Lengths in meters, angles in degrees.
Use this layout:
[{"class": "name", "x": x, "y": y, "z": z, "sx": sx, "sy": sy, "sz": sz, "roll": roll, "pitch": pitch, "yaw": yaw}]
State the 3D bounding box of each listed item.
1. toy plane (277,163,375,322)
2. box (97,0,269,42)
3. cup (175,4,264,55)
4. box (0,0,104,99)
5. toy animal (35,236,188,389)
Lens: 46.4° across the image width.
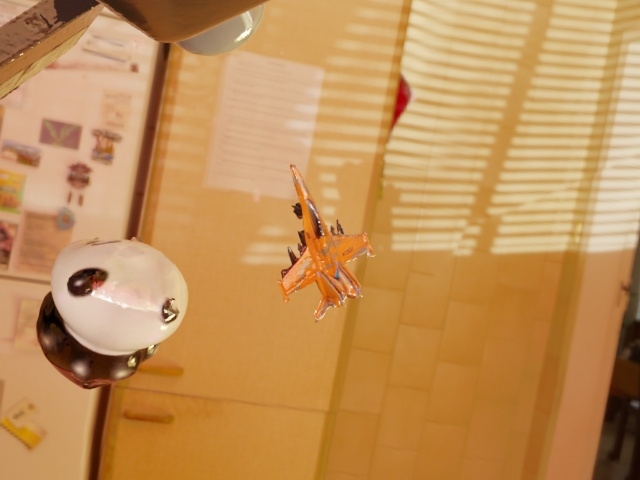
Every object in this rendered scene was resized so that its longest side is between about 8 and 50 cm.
[{"class": "toy plane", "x": -0.006, "y": -0.001, "z": 0.871, "sx": 0.135, "sy": 0.188, "sz": 0.062, "roll": -30, "pitch": 12, "yaw": -26}, {"class": "box", "x": -0.057, "y": -0.259, "z": 0.572, "sx": 0.289, "sy": 0.073, "sz": 0.290, "roll": -23, "pitch": -4, "yaw": 9}, {"class": "cup", "x": -0.225, "y": -0.473, "z": 1.284, "sx": 0.206, "sy": 0.205, "sz": 0.312, "roll": 11, "pitch": -24, "yaw": 21}, {"class": "box", "x": -0.497, "y": -0.296, "z": 1.209, "sx": 0.058, "sy": 0.350, "sz": 0.211, "roll": 48, "pitch": -43, "yaw": -16}, {"class": "toy animal", "x": -0.369, "y": 0.122, "z": 1.335, "sx": 0.251, "sy": 0.250, "sz": 0.310, "roll": 10, "pitch": -29, "yaw": -23}]
